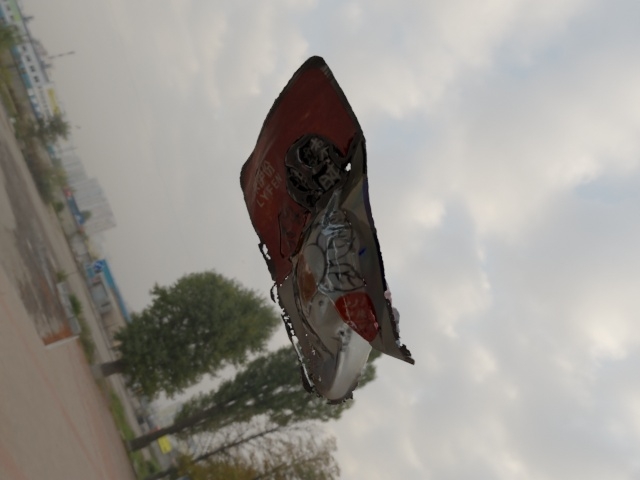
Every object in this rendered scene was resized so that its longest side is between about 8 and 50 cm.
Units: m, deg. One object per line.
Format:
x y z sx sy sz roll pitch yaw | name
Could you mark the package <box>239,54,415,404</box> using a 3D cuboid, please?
0.000 0.000 0.523 0.194 0.071 0.270 -40 -123 40 | package
